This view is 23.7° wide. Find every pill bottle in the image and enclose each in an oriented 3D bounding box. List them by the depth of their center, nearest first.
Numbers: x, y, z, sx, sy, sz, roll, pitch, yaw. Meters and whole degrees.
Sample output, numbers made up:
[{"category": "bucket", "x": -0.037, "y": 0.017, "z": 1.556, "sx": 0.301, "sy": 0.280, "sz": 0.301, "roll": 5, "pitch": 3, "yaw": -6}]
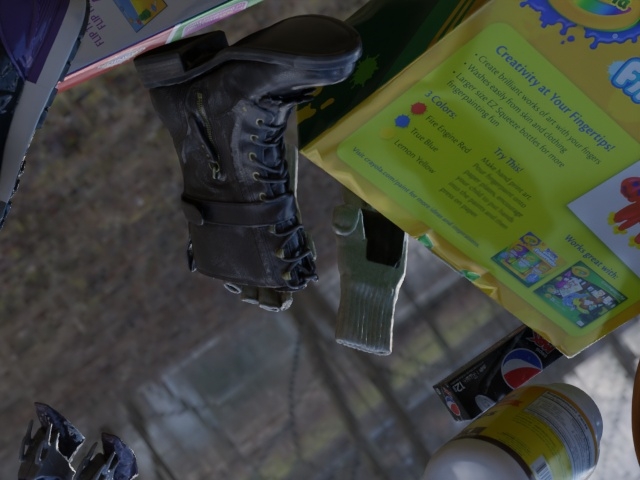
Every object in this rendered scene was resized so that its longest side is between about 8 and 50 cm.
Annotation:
[{"category": "pill bottle", "x": 0.197, "y": 0.214, "z": 1.492, "sx": 0.117, "sy": 0.117, "sz": 0.215, "roll": -41, "pitch": 171, "yaw": 36}]

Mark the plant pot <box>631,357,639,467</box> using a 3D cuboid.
[{"category": "plant pot", "x": 0.514, "y": 0.176, "z": 1.701, "sx": 0.291, "sy": 0.204, "sz": 0.290, "roll": -164, "pitch": -90, "yaw": -71}]

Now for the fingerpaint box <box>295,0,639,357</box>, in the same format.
[{"category": "fingerpaint box", "x": 0.255, "y": -0.127, "z": 1.578, "sx": 0.371, "sy": 0.445, "sz": 0.163, "roll": -37, "pitch": -145, "yaw": 27}]

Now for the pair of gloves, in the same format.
[{"category": "pair of gloves", "x": 0.000, "y": 0.000, "z": 1.679, "sx": 0.042, "sy": 0.240, "sz": 0.204, "roll": -29, "pitch": -137, "yaw": 50}]

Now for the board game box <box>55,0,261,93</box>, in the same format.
[{"category": "board game box", "x": -0.238, "y": -0.317, "z": 1.665, "sx": 0.317, "sy": 0.242, "sz": 0.064, "roll": -25, "pitch": 176, "yaw": -7}]

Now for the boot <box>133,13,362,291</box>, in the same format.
[{"category": "boot", "x": -0.042, "y": -0.065, "z": 1.297, "sx": 0.263, "sy": 0.229, "sz": 0.091, "roll": 1, "pitch": -157, "yaw": 45}]

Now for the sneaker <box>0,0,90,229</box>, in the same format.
[{"category": "sneaker", "x": -0.301, "y": -0.096, "z": 1.242, "sx": 0.107, "sy": 0.124, "sz": 0.283, "roll": 5, "pitch": -108, "yaw": 63}]

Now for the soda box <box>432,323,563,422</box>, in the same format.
[{"category": "soda box", "x": 0.218, "y": 0.145, "z": 1.781, "sx": 0.169, "sy": 0.053, "sz": 0.060, "roll": -33, "pitch": 179, "yaw": -16}]

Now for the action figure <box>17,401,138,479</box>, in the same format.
[{"category": "action figure", "x": -0.294, "y": 0.310, "z": 1.497, "sx": 0.099, "sy": 0.185, "sz": 0.285, "roll": 77, "pitch": 33, "yaw": -55}]
